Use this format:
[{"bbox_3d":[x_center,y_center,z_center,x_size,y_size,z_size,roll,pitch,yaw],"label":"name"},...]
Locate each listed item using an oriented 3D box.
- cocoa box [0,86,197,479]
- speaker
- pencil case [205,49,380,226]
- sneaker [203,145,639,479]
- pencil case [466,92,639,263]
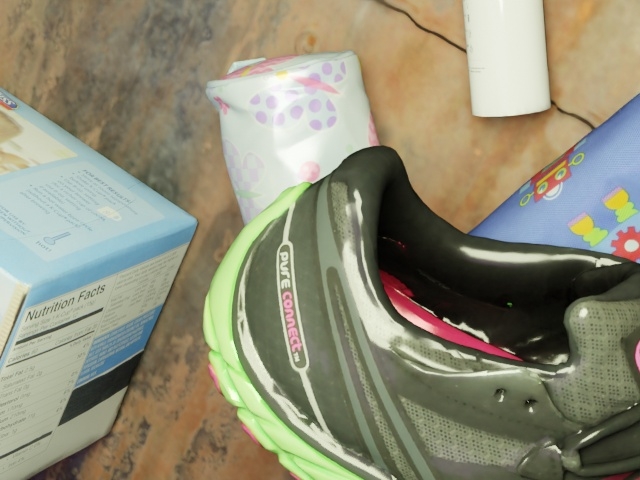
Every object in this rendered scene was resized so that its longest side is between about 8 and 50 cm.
[{"bbox_3d":[-0.320,0.007,1.078,0.347,0.231,0.228,33,115,16],"label":"cocoa box"},{"bbox_3d":[0.121,-0.151,0.910,0.055,0.055,0.136,-1,102,28],"label":"speaker"},{"bbox_3d":[0.000,0.000,0.980,0.124,0.113,0.273,-169,65,-69],"label":"pencil case"},{"bbox_3d":[0.158,0.123,0.774,0.482,0.185,0.202,33,124,-1],"label":"sneaker"},{"bbox_3d":[0.191,-0.004,0.876,0.133,0.119,0.306,42,120,-12],"label":"pencil case"}]
